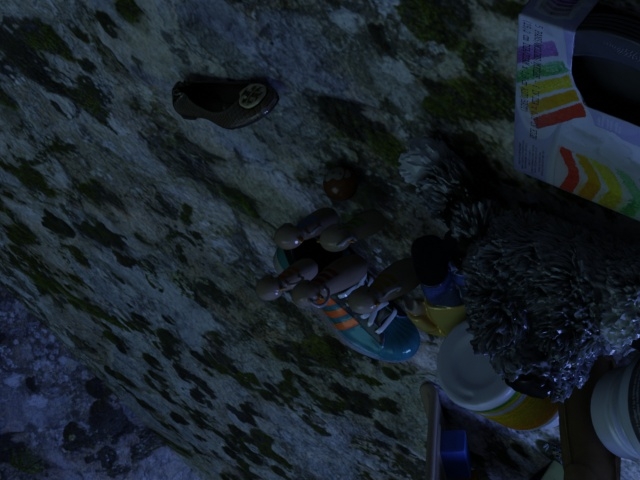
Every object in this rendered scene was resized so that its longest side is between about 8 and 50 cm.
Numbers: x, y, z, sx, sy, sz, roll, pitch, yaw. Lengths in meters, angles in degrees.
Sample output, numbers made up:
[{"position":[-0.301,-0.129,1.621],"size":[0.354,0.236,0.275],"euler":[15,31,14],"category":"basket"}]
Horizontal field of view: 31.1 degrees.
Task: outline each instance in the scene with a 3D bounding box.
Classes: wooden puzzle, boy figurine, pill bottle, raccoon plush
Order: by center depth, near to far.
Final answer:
[{"position":[0.295,-0.001,1.408],"size":[0.446,0.216,0.299],"euler":[47,135,3],"category":"raccoon plush"},{"position":[0.496,0.208,1.466],"size":[0.176,0.176,0.318],"euler":[46,152,-10],"category":"pill bottle"},{"position":[0.214,0.084,1.696],"size":[0.285,0.177,0.092],"euler":[60,-167,-60],"category":"boy figurine"},{"position":[0.286,0.207,1.704],"size":[0.136,0.136,0.245],"euler":[16,171,38],"category":"pill bottle"},{"position":[0.246,0.483,2.103],"size":[0.080,0.348,0.322],"euler":[-8,136,11],"category":"wooden puzzle"}]

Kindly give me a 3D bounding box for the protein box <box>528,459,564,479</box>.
[{"position":[0.421,0.539,2.026],"size":[0.200,0.201,0.136],"euler":[36,152,8],"category":"protein box"}]

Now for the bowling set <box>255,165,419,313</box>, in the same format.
[{"position":[0.000,0.000,1.742],"size":[0.287,0.154,0.200],"euler":[-4,106,43],"category":"bowling set"}]

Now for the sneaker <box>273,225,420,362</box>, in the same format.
[{"position":[0.046,0.089,1.931],"size":[0.302,0.108,0.121],"euler":[38,157,7],"category":"sneaker"}]

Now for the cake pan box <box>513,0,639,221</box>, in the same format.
[{"position":[0.336,-0.141,1.270],"size":[0.245,0.070,0.267],"euler":[25,149,23],"category":"cake pan box"}]

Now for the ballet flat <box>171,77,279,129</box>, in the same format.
[{"position":[-0.155,-0.219,1.762],"size":[0.250,0.084,0.058],"euler":[13,144,51],"category":"ballet flat"}]

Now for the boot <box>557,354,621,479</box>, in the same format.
[{"position":[0.415,0.306,1.649],"size":[0.089,0.269,0.236],"euler":[-17,141,32],"category":"boot"}]

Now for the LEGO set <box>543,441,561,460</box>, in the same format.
[{"position":[0.419,0.368,1.978],"size":[0.083,0.023,0.054],"euler":[39,158,-28],"category":"LEGO set"}]
